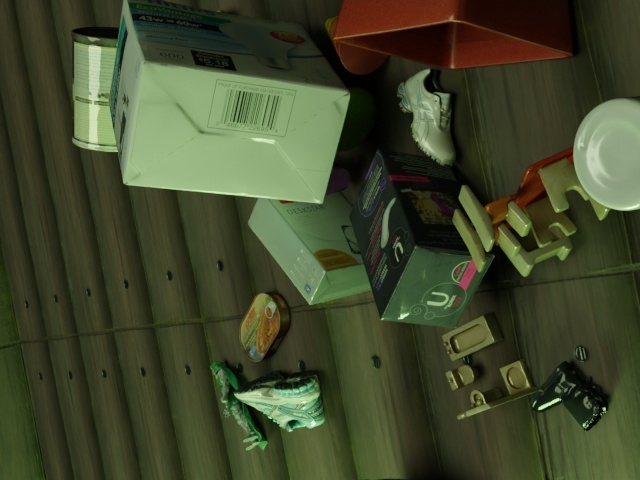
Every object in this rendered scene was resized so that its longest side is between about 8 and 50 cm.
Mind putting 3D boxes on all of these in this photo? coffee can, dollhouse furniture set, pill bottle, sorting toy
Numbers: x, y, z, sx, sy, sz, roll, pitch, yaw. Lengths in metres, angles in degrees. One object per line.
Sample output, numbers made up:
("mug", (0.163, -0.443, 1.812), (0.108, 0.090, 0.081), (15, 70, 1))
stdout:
("coffee can", (-0.513, -0.376, 2.406), (0.202, 0.202, 0.275), (25, 117, 46))
("dollhouse furniture set", (0.318, -0.060, 1.428), (0.259, 0.262, 0.135), (88, 157, -66))
("pill bottle", (0.448, -0.118, 1.236), (0.136, 0.246, 0.136), (14, 109, 49))
("sorting toy", (0.026, -0.270, 1.828), (0.126, 0.127, 0.365), (39, 126, 44))
("dollhouse furniture set", (0.253, 0.218, 1.655), (0.144, 0.123, 0.151), (-36, 70, 49))

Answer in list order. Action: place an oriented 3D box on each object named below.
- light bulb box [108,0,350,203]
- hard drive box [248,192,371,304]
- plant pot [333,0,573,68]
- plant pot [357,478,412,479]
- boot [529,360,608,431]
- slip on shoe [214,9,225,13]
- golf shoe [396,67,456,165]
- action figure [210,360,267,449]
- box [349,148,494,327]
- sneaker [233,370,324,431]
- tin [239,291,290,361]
("light bulb box", (-0.179, -0.256, 1.735), (0.361, 0.358, 0.225), (-117, 37, -55))
("hard drive box", (0.000, 0.000, 1.874), (0.232, 0.181, 0.089), (50, 133, 31))
("plant pot", (0.208, -0.408, 1.477), (0.267, 0.267, 0.235), (5, 91, 51))
("plant pot", (0.178, 0.557, 1.735), (0.196, 0.293, 0.292), (-19, 82, 25))
("boot", (0.398, 0.262, 1.553), (0.099, 0.045, 0.121), (49, 132, 28))
("slip on shoe", (-0.294, -0.415, 2.212), (0.101, 0.123, 0.331), (51, 138, -2))
("golf shoe", (0.197, -0.215, 1.675), (0.086, 0.069, 0.176), (-39, 69, 42))
("action figure", (-0.205, 0.380, 2.302), (0.137, 0.064, 0.232), (86, 158, -55))
("box", (0.161, -0.007, 1.625), (0.270, 0.144, 0.165), (-104, 28, -49))
("sneaker", (-0.093, 0.363, 2.136), (0.283, 0.110, 0.122), (-10, 102, 56))
("tin", (-0.127, 0.193, 2.193), (0.106, 0.040, 0.189), (53, 134, 24))
